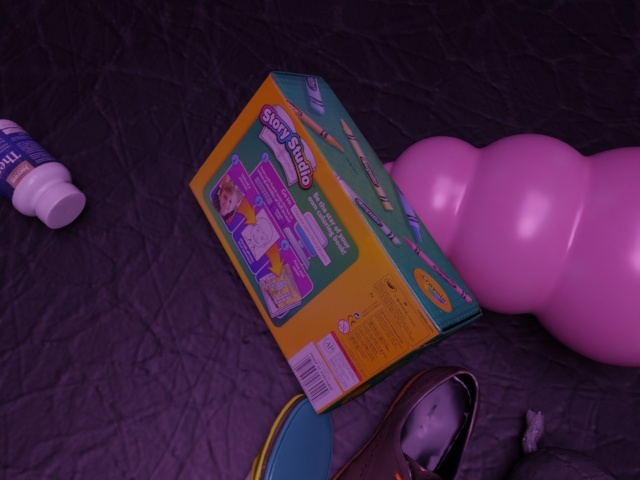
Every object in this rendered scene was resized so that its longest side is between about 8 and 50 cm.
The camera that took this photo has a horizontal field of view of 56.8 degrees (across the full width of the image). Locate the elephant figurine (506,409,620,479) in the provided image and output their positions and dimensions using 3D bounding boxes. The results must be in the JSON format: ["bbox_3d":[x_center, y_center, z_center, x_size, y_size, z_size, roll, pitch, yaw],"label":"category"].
[{"bbox_3d":[0.235,0.246,0.452,0.186,0.239,0.169,38,72,11],"label":"elephant figurine"}]

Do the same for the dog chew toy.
[{"bbox_3d":[0.212,-0.009,0.578,0.332,0.206,0.206,17,69,12],"label":"dog chew toy"}]

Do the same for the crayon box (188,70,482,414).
[{"bbox_3d":[0.000,0.000,0.563,0.081,0.165,0.278,-11,64,-50],"label":"crayon box"}]

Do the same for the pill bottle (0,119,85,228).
[{"bbox_3d":[-0.310,-0.068,0.628,0.120,0.067,0.067,40,72,11],"label":"pill bottle"}]

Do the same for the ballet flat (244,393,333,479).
[{"bbox_3d":[-0.044,0.249,0.517,0.077,0.077,0.231,34,47,-31],"label":"ballet flat"}]

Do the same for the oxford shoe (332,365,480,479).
[{"bbox_3d":[0.059,0.226,0.524,0.097,0.098,0.271,29,70,7],"label":"oxford shoe"}]
